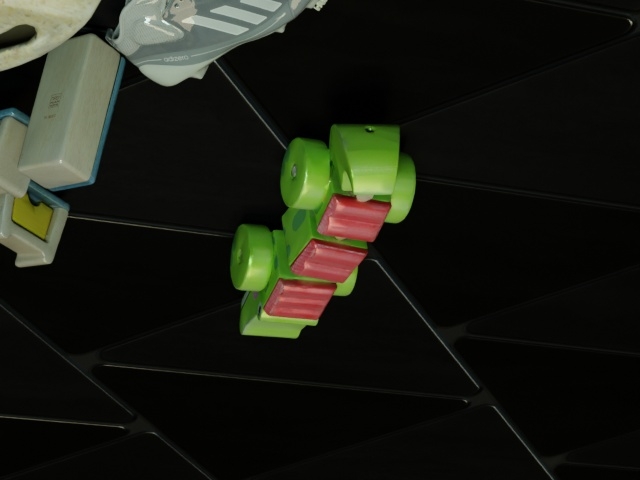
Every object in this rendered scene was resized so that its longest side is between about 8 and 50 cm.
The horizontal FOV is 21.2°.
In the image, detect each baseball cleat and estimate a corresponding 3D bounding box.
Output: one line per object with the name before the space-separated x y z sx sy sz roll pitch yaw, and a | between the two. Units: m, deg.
baseball cleat | -0.083 -0.194 1.342 0.206 0.072 0.109 -34 131 26

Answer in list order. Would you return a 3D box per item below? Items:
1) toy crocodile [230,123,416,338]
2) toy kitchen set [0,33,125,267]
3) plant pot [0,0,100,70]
toy crocodile | 0.000 0.000 1.597 0.115 0.105 0.340 8 142 -21
toy kitchen set | -0.229 -0.070 1.480 0.207 0.122 0.166 -8 151 36
plant pot | -0.232 -0.276 0.996 0.334 0.305 0.334 -5 144 -4
